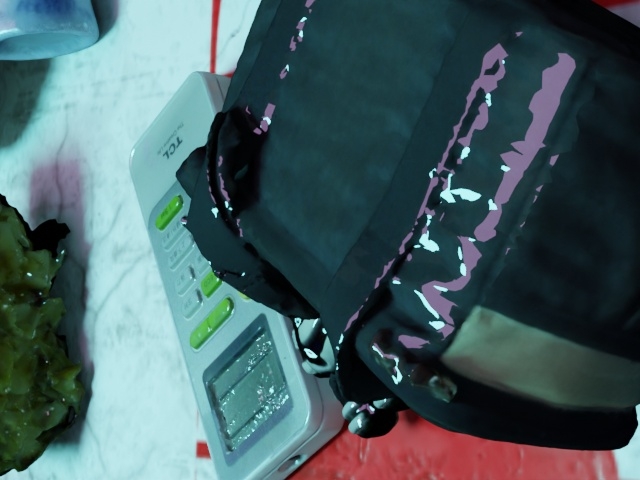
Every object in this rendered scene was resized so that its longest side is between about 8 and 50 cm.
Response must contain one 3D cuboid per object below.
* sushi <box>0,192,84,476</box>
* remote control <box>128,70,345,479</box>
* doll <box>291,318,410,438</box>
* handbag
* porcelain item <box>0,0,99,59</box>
[{"bbox_3d":[-0.235,0.054,1.114,0.115,0.147,0.212,-12,94,45],"label":"sushi"},{"bbox_3d":[-0.054,0.022,0.952,0.103,0.034,0.250,-45,53,40],"label":"remote control"},{"bbox_3d":[0.000,0.000,0.859,0.219,0.067,0.091,66,146,25],"label":"doll"},{"bbox_3d":[0.062,-0.028,0.692,0.254,0.181,0.181,43,112,47],"label":"handbag"},{"bbox_3d":[-0.217,-0.261,1.126,0.141,0.141,0.259,-13,85,51],"label":"porcelain item"}]
